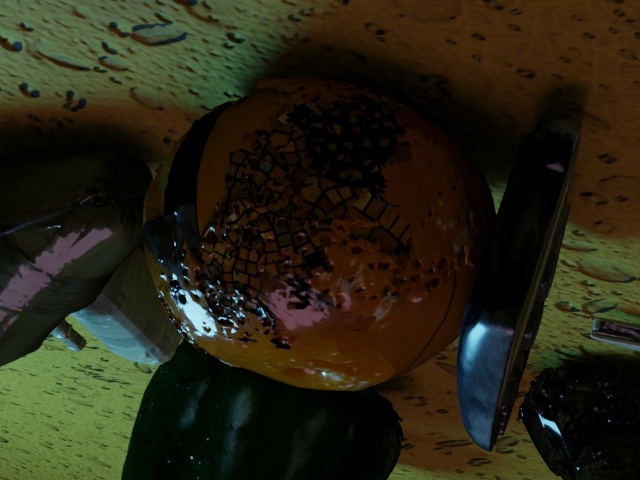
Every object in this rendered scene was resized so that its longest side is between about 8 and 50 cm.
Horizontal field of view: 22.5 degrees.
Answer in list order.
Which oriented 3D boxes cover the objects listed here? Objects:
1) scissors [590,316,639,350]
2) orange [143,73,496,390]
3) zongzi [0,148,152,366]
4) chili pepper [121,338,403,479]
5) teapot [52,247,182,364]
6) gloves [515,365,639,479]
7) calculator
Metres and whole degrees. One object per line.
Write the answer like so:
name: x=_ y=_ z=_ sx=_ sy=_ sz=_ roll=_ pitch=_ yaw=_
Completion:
scissors: x=0.295 y=0.086 z=1.243 sx=0.176 sy=0.022 sz=0.085 roll=13 pitch=161 yaw=-1
orange: x=0.000 y=0.000 z=1.025 sx=0.234 sy=0.182 sz=0.234 roll=2 pitch=156 yaw=1
zongzi: x=-0.246 y=-0.047 z=1.224 sx=0.221 sy=0.242 sz=0.112 roll=-39 pitch=168 yaw=31
chili pepper: x=-0.062 y=0.225 z=1.549 sx=0.248 sy=0.257 sz=0.233 roll=24 pitch=170 yaw=-25
teapot: x=-0.189 y=0.051 z=1.380 sx=0.077 sy=0.107 sz=0.200 roll=13 pitch=160 yaw=23
gloves: x=0.311 y=0.194 z=1.352 sx=0.312 sy=0.135 sz=0.210 roll=9 pitch=165 yaw=26
calculator: x=0.126 y=0.037 z=1.013 sx=0.040 sy=0.177 sz=0.268 roll=16 pitch=159 yaw=14
